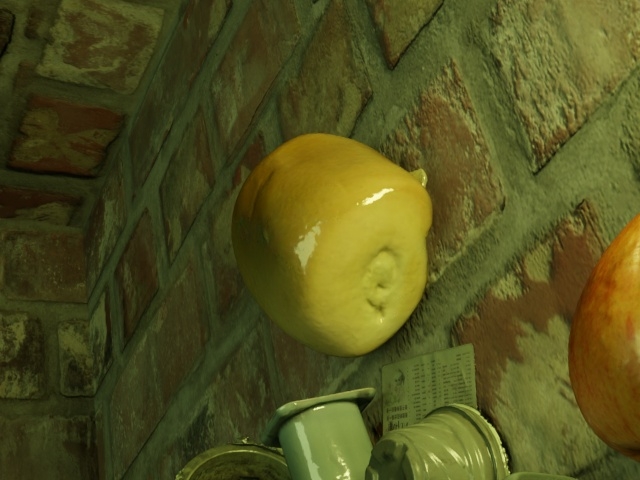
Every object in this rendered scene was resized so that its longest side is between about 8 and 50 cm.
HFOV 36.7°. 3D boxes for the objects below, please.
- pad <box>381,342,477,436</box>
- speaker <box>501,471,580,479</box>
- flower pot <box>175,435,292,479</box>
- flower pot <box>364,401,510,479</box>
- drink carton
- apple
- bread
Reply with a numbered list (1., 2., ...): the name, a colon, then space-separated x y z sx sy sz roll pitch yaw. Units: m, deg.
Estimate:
1. pad: 0.166 0.261 1.543 0.265 0.009 0.159 -27 59 57
2. speaker: 0.281 0.473 1.091 0.184 0.183 0.406 -56 37 32
3. flower pot: -0.151 0.566 1.831 0.290 0.291 0.259 -119 34 -49
4. flower pot: 0.154 0.351 1.396 0.235 0.141 0.235 -14 74 60
5. drink carton: 0.023 0.377 1.626 0.189 0.186 0.191 65 148 26
6. apple: 0.381 0.083 0.889 0.299 0.299 0.275 -23 52 59
7. bread: 0.000 0.000 1.669 0.376 0.253 0.347 -134 53 -59
